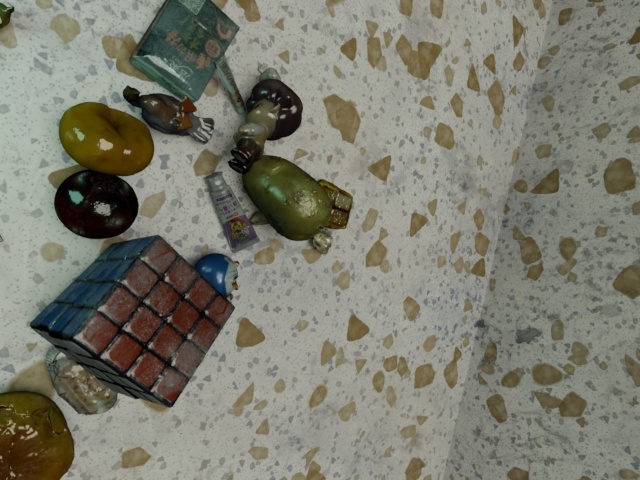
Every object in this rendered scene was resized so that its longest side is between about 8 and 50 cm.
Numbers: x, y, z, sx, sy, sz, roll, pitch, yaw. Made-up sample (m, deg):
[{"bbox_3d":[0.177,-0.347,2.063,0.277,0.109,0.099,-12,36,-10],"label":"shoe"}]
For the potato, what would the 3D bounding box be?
[{"bbox_3d":[-0.124,-0.159,1.573,0.359,0.269,0.219,45,63,-5],"label":"potato"}]

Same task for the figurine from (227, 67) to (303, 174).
[{"bbox_3d":[-0.216,-0.399,1.518,0.365,0.206,0.218,-50,165,-30],"label":"figurine"}]

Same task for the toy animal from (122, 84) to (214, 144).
[{"bbox_3d":[-0.462,-0.392,1.373,0.298,0.185,0.122,13,87,-62],"label":"toy animal"}]

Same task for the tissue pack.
[{"bbox_3d":[-0.426,-0.632,1.410,0.228,0.103,0.316,33,75,-34],"label":"tissue pack"}]

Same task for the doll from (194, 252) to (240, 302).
[{"bbox_3d":[-0.356,0.173,1.528,0.161,0.215,0.257,1,108,0],"label":"doll"}]

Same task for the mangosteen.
[{"bbox_3d":[-0.644,-0.094,1.265,0.216,0.216,0.216,-5,99,-37],"label":"mangosteen"}]

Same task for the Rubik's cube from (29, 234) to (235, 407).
[{"bbox_3d":[-0.522,0.222,1.261,0.344,0.337,0.344,54,51,-29],"label":"Rubik's cube"}]

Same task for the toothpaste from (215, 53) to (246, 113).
[{"bbox_3d":[-0.304,-0.529,1.507,0.056,0.036,0.205,-64,152,-30],"label":"toothpaste"}]

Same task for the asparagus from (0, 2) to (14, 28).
[{"bbox_3d":[-0.914,-0.496,1.072,0.343,0.085,0.082,-46,124,-25],"label":"asparagus"}]

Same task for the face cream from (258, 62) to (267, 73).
[{"bbox_3d":[-0.187,-0.603,1.646,0.038,0.020,0.115,-51,119,-20],"label":"face cream"}]

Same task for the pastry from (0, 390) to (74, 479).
[{"bbox_3d":[-0.858,0.581,1.203,0.356,0.163,0.356,-8,103,-38],"label":"pastry"}]

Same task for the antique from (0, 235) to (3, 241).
[{"bbox_3d":[-0.908,-0.077,1.171,0.031,0.015,0.192,-31,114,-32],"label":"antique"}]

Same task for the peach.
[{"bbox_3d":[-0.601,-0.291,1.251,0.251,0.153,0.251,29,36,-24],"label":"peach"}]

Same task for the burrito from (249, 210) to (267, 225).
[{"bbox_3d":[-0.212,-0.087,1.680,0.149,0.041,0.055,-10,92,-33],"label":"burrito"}]

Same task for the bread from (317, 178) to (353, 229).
[{"bbox_3d":[0.031,-0.147,1.825,0.222,0.096,0.182,19,87,-38],"label":"bread"}]

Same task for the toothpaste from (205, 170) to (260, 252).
[{"bbox_3d":[-0.321,-0.098,1.581,0.114,0.073,0.299,-26,116,-12],"label":"toothpaste"}]

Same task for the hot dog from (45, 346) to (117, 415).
[{"bbox_3d":[-0.723,0.420,1.339,0.144,0.075,0.268,-30,115,-27],"label":"hot dog"}]

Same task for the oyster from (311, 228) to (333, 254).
[{"bbox_3d":[-0.003,-0.009,1.841,0.103,0.051,0.148,-56,139,-21],"label":"oyster"}]
